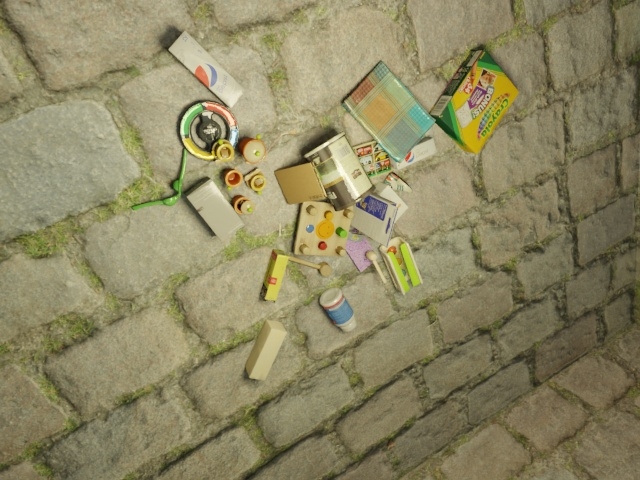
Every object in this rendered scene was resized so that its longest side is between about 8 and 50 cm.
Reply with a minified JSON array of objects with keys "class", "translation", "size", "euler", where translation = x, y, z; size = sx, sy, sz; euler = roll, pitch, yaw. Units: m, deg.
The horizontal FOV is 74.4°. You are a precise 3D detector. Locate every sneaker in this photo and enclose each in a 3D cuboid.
[{"class":"sneaker","translation":[0.374,-0.265,2.045],"size":[0.161,0.057,0.075],"euler":[32,112,-31]}]

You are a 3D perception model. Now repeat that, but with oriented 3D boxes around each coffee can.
[{"class":"coffee can","translation":[0.081,-0.291,1.783],"size":[0.201,0.201,0.275],"euler":[-33,102,-9]}]

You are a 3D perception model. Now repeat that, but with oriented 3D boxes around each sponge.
[{"class":"sponge","translation":[0.190,0.045,2.088],"size":[0.117,0.031,0.210],"euler":[-39,119,-7]}]

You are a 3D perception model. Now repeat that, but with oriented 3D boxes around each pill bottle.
[{"class":"pill bottle","translation":[0.096,0.352,2.109],"size":[0.124,0.124,0.222],"euler":[-35,117,-7]}]

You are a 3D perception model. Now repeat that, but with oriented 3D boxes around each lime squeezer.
[{"class":"lime squeezer","translation":[-0.591,-0.209,1.661],"size":[0.110,0.059,0.310],"euler":[42,91,1]}]

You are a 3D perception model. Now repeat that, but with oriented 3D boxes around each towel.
[{"class":"towel","translation":[0.306,-0.556,1.846],"size":[0.370,0.040,0.271],"euler":[43,82,-15]}]

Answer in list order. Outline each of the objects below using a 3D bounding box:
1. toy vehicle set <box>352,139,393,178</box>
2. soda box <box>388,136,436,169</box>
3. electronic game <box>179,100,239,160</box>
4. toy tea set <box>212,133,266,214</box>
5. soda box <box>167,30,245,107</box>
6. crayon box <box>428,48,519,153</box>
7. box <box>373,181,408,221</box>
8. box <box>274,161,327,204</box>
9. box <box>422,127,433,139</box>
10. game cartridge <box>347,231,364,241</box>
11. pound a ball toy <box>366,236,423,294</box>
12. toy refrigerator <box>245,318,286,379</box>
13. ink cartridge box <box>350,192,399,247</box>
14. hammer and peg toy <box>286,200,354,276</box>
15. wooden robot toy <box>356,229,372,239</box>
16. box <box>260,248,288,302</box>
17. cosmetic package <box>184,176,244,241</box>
[{"class":"toy vehicle set","translation":[0.203,-0.363,1.939],"size":[0.266,0.035,0.166],"euler":[-20,115,-15]},{"class":"soda box","translation":[0.425,-0.406,1.956],"size":[0.216,0.069,0.074],"euler":[-26,116,-13]},{"class":"electronic game","translation":[-0.431,-0.424,1.642],"size":[0.229,0.048,0.229],"euler":[-8,112,-20]},{"class":"toy tea set","translation":[-0.297,-0.259,1.696],"size":[0.200,0.124,0.336],"euler":[-25,126,-20]},{"class":"soda box","translation":[-0.416,-0.621,1.547],"size":[0.091,0.098,0.286],"euler":[-49,120,0]},{"class":"crayon box","translation":[0.736,-0.655,2.016],"size":[0.313,0.106,0.363],"euler":[31,95,-29]},{"class":"box","translation":[0.311,-0.173,2.024],"size":[0.130,0.091,0.170],"euler":[-48,119,-1]},{"class":"box","translation":[-0.085,-0.239,1.781],"size":[0.021,0.201,0.165],"euler":[-47,122,-46]},{"class":"box","translation":[0.450,-0.474,2.002],"size":[0.186,0.038,0.145],"euler":[-22,116,-13]},{"class":"game cartridge","translation":[0.163,-0.017,2.008],"size":[0.083,0.017,0.056],"euler":[10,145,-11]},{"class":"pound a ball toy","translation":[0.361,0.127,2.133],"size":[0.208,0.136,0.319],"euler":[-31,119,-6]},{"class":"toy refrigerator","translation":[-0.262,0.528,2.036],"size":[0.094,0.102,0.270],"euler":[19,100,-28]},{"class":"ink cartridge box","translation":[0.233,-0.110,1.854],"size":[0.069,0.371,0.176],"euler":[5,108,-27]},{"class":"hammer and peg toy","translation":[0.000,0.000,1.935],"size":[0.265,0.127,0.362],"euler":[5,107,-24]},{"class":"wooden robot toy","translation":[0.254,-0.036,2.045],"size":[0.173,0.076,0.079],"euler":[-8,113,-34]},{"class":"box","translation":[-0.213,0.163,1.930],"size":[0.058,0.087,0.232],"euler":[12,105,-26]},{"class":"cosmetic package","translation":[-0.431,-0.127,1.721],"size":[0.127,0.107,0.238],"euler":[-39,116,-9]}]
